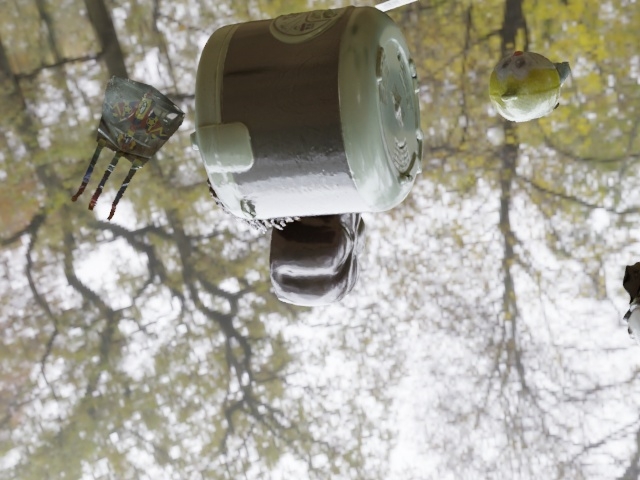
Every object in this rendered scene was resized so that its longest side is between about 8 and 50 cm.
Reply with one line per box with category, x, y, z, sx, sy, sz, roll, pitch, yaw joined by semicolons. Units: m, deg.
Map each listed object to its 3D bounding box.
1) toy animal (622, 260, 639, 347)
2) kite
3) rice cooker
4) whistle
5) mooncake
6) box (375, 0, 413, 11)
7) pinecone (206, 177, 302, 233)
toy animal;0.432;0.066;1.172;0.138;0.179;0.166;-36;-104;-23
kite;-0.336;-0.153;1.745;0.141;0.245;0.015;29;-167;-3
rice cooker;-0.019;-0.168;1.379;0.277;0.288;0.288;-3;-152;21
whistle;0.357;-0.273;1.728;0.123;0.122;0.223;9;-153;35
mooncake;0.000;0.000;1.849;0.133;0.244;0.245;5;-150;14
box;0.164;-0.452;1.777;0.167;0.024;0.090;-2;-117;57
pinecone;-0.080;-0.116;1.661;0.204;0.184;0.179;-47;177;2
